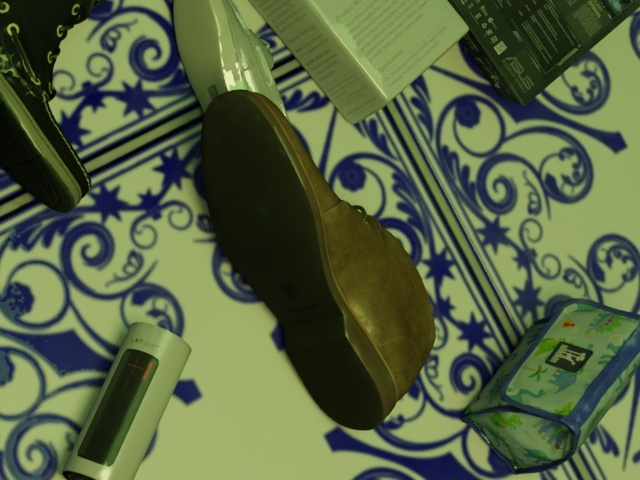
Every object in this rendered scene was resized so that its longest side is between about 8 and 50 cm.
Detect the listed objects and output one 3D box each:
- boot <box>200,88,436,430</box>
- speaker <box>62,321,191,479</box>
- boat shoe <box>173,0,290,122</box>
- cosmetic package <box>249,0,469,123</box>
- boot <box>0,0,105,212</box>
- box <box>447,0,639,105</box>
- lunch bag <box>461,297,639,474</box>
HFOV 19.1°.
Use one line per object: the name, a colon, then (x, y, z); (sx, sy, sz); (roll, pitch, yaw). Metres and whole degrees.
boot: (0.000, 0.000, 1.573); (0.115, 0.112, 0.305); (-40, 113, -39)
speaker: (-0.152, 0.134, 1.502); (0.055, 0.055, 0.136); (31, 68, -17)
boat shoe: (-0.067, -0.142, 1.597); (0.063, 0.066, 0.184); (-22, 89, -38)
cosmetic package: (0.007, -0.228, 1.638); (0.117, 0.085, 0.231); (-42, 97, -27)
boot: (-0.212, -0.160, 1.518); (0.178, 0.085, 0.236); (-37, 96, -29)
box: (0.177, -0.265, 1.681); (0.183, 0.059, 0.233); (-41, 113, -6)
lunch bag: (0.210, 0.124, 1.623); (0.096, 0.151, 0.129); (45, 65, -11)
